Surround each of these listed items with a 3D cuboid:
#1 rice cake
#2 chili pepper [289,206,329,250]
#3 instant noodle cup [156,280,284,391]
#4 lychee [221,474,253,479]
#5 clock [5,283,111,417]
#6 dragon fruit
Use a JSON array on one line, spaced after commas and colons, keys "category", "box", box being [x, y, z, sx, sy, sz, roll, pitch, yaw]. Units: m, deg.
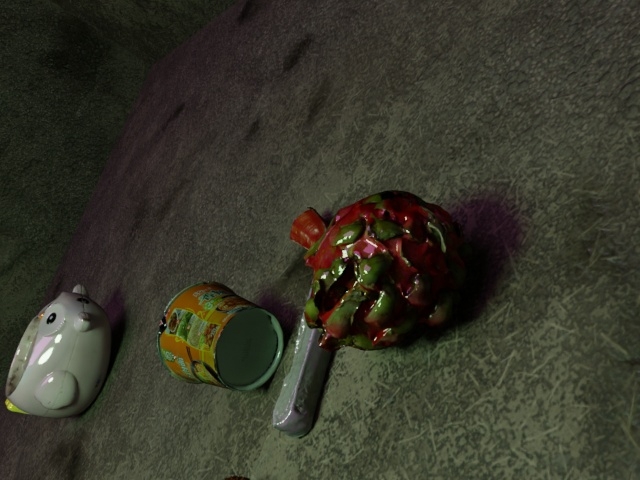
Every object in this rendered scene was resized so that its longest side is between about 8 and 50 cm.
[{"category": "rice cake", "box": [-0.004, 0.174, 1.300, 0.064, 0.070, 0.399, -8, 58, 48]}, {"category": "chili pepper", "box": [-0.004, 0.002, 1.458, 0.088, 0.065, 0.169, -55, 34, 10]}, {"category": "instant noodle cup", "box": [-0.199, 0.211, 1.429, 0.182, 0.230, 0.230, 10, 73, 48]}, {"category": "lychee", "box": [-0.149, 0.477, 1.211, 0.123, 0.123, 0.129, -47, 26, 21]}, {"category": "clock", "box": [-0.795, 0.355, 2.138, 0.377, 0.250, 0.368, -62, 29, 9]}, {"category": "dragon fruit", "box": [0.094, 0.058, 1.091, 0.302, 0.231, 0.237, -41, 27, 18]}]
